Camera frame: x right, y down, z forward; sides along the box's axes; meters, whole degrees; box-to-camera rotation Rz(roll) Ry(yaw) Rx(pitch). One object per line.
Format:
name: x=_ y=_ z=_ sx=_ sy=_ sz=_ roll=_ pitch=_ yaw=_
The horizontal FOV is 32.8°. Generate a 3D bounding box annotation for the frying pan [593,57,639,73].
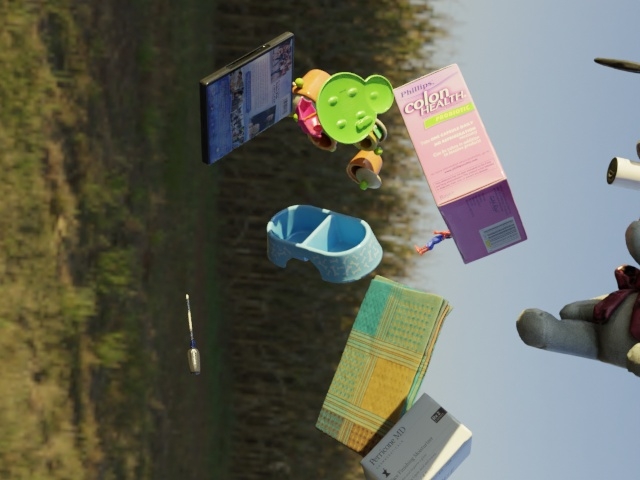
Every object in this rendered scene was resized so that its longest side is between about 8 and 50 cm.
frying pan: x=0.593 y=-0.244 z=1.692 sx=0.197 sy=0.326 sz=0.053 roll=-14 pitch=115 yaw=-80

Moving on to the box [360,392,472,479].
box: x=0.179 y=0.403 z=2.019 sx=0.181 sy=0.119 sz=0.182 roll=-46 pitch=160 yaw=-12

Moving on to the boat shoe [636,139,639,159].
boat shoe: x=0.635 y=-0.113 z=1.913 sx=0.306 sy=0.105 sz=0.113 roll=21 pitch=63 yaw=-55

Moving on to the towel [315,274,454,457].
towel: x=0.130 y=0.270 z=2.308 sx=0.271 sy=0.040 sz=0.370 roll=19 pitch=-92 yaw=57

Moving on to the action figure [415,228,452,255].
action figure: x=0.268 y=-0.006 z=2.450 sx=0.038 sy=0.115 sz=0.030 roll=41 pitch=25 yaw=-57

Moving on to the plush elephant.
plush elephant: x=0.526 y=0.080 z=1.702 sx=0.272 sy=0.330 sz=0.255 roll=14 pitch=-89 yaw=53

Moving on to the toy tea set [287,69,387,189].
toy tea set: x=0.021 y=-0.232 z=2.419 sx=0.200 sy=0.336 sz=0.124 roll=-27 pitch=-153 yaw=58

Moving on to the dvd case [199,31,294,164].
dvd case: x=-0.137 y=-0.273 z=2.072 sx=0.253 sy=0.022 sz=0.180 roll=-38 pitch=143 yaw=-39

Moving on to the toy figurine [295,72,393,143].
toy figurine: x=0.026 y=-0.249 z=2.045 sx=0.159 sy=0.173 sz=0.130 roll=2 pitch=-63 yaw=59

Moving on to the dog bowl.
dog bowl: x=0.000 y=0.000 z=2.516 sx=0.166 sy=0.297 sz=0.074 roll=-47 pitch=137 yaw=-34

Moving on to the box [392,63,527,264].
box: x=0.231 y=-0.123 z=1.791 sx=0.213 sy=0.117 sz=0.243 roll=55 pitch=14 yaw=-57

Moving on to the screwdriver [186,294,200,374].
screwdriver: x=-0.255 y=0.187 z=2.179 sx=0.024 sy=0.025 sz=0.169 roll=48 pitch=34 yaw=-62

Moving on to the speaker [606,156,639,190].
speaker: x=0.610 y=-0.117 z=2.046 sx=0.055 sy=0.136 sz=0.055 roll=-169 pitch=-90 yaw=-85
